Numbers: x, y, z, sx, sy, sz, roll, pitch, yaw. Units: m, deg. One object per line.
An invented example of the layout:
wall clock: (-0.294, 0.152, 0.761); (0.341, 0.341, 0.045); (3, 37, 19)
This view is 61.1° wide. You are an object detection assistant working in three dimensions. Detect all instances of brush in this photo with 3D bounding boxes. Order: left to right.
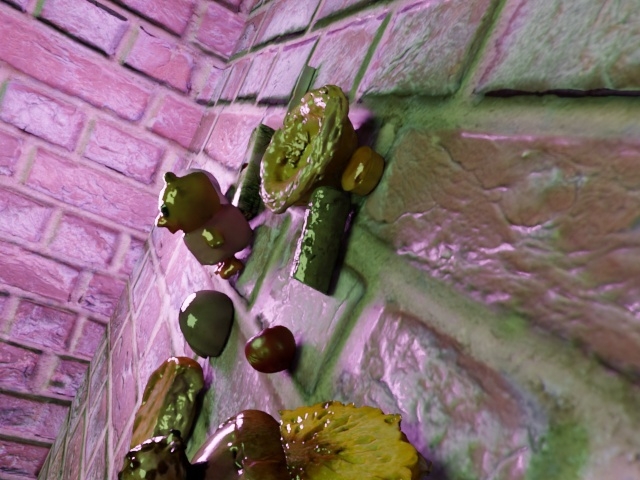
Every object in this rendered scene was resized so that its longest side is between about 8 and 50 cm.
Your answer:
brush: (-0.059, -0.377, 1.421); (0.030, 0.033, 0.178); (-7, 62, 69)

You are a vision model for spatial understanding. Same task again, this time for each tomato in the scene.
tomato: (-0.082, 0.184, 0.905); (0.087, 0.087, 0.075); (-36, 76, 48)

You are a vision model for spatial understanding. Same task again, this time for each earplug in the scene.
earplug: (-0.347, -0.097, 1.619); (0.172, 0.172, 0.301); (-62, 31, 9)

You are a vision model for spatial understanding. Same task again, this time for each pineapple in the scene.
pineapple: (0.048, 0.272, 0.566); (0.250, 0.140, 0.164); (-172, 63, -80)

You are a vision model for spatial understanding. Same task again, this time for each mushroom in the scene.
mushroom: (-0.277, 0.184, 1.279); (0.141, 0.117, 0.188); (-49, 23, 9)
mushroom: (-0.129, 0.356, 0.721); (0.267, 0.254, 0.267); (21, -90, -87)

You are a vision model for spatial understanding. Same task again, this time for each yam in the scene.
yam: (0.000, 0.000, 0.911); (0.078, 0.078, 0.179); (-13, 60, 60)

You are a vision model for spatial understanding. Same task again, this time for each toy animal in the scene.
toy animal: (-0.285, -0.049, 1.315); (0.169, 0.281, 0.195); (-48, 22, -9)

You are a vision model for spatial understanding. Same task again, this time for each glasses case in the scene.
glasses case: (-0.187, -0.180, 1.468); (0.095, 0.062, 0.272); (-29, 43, 53)

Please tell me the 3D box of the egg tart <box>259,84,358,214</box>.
egg tart: (-0.014, -0.164, 1.033); (0.288, 0.118, 0.288); (-48, 26, 33)

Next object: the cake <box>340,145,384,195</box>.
cake: (0.068, -0.117, 0.914); (0.084, 0.044, 0.084); (-47, 28, 36)

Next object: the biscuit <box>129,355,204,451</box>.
biscuit: (-0.355, 0.395, 1.253); (0.213, 0.091, 0.274); (15, 84, 63)
